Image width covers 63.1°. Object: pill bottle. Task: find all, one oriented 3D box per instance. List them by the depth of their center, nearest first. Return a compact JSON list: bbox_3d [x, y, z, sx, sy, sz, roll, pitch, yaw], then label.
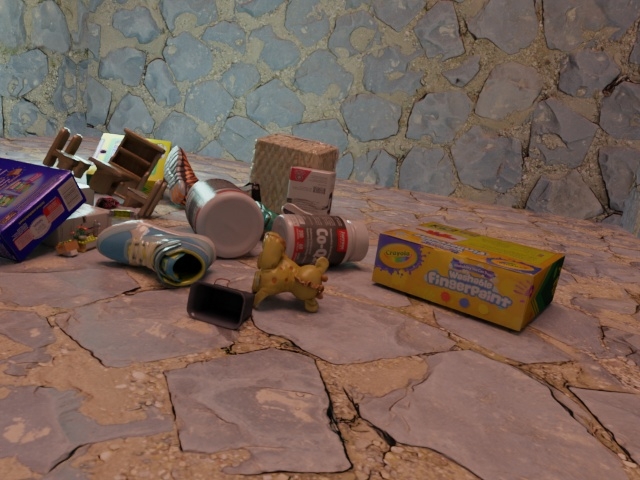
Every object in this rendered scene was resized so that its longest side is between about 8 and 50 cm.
[{"bbox_3d":[0.000,0.000,1.641,0.283,0.161,0.161,0,16,-27],"label":"pill bottle"},{"bbox_3d":[-0.330,-0.091,1.716,0.210,0.210,0.363,2,16,-23],"label":"pill bottle"}]

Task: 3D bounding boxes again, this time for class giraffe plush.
[{"bbox_3d":[-0.072,0.087,1.297,0.171,0.181,0.210,13,22,-10],"label":"giraffe plush"}]

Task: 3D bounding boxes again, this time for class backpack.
[{"bbox_3d":[-0.334,-0.160,2.122,0.182,0.151,0.115,-5,6,-1],"label":"backpack"}]

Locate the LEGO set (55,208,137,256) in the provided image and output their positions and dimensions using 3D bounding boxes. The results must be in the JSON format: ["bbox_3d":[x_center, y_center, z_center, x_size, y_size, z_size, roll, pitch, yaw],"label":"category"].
[{"bbox_3d":[-0.628,-0.029,1.522,0.287,0.107,0.132,-4,19,-40],"label":"LEGO set"}]

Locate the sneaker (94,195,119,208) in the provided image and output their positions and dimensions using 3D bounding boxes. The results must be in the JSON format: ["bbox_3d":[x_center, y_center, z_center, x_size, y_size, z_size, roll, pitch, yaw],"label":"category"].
[{"bbox_3d":[-0.811,-0.139,1.988,0.057,0.047,0.119,21,17,6],"label":"sneaker"}]

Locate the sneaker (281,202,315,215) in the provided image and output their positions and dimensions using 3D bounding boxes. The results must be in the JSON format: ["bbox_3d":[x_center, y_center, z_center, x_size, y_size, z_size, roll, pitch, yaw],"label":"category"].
[{"bbox_3d":[-0.049,-0.057,2.007,0.217,0.079,0.121,38,-10,19],"label":"sneaker"}]

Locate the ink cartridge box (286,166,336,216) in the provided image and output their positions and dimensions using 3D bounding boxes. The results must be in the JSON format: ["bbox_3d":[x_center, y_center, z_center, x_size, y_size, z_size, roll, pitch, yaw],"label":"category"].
[{"bbox_3d":[-0.042,-0.173,2.137,0.172,0.237,0.100,11,12,13],"label":"ink cartridge box"}]

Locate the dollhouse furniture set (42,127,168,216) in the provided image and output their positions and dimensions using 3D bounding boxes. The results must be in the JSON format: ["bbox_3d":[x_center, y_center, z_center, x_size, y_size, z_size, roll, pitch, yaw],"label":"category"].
[{"bbox_3d":[-0.735,-0.287,1.934,0.362,0.256,0.394,29,-2,-9],"label":"dollhouse furniture set"}]

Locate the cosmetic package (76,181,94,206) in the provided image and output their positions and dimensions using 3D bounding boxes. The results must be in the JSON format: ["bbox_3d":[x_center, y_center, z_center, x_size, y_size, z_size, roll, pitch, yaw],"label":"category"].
[{"bbox_3d":[-1.057,-0.167,1.853,0.284,0.097,0.377,20,18,29],"label":"cosmetic package"}]

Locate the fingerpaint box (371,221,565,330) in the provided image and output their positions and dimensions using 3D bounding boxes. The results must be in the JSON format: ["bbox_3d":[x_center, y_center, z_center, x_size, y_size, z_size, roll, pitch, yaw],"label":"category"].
[{"bbox_3d":[0.440,0.085,1.551,0.445,0.163,0.371,17,16,33],"label":"fingerpaint box"}]

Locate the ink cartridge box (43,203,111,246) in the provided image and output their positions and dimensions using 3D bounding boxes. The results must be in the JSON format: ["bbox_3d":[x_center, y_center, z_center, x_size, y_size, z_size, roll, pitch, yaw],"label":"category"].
[{"bbox_3d":[-0.761,-0.051,1.578,0.148,0.085,0.203,13,17,21],"label":"ink cartridge box"}]

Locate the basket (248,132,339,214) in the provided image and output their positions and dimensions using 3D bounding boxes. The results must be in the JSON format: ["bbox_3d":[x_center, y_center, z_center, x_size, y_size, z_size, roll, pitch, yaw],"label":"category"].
[{"bbox_3d":[-0.127,-0.291,2.337,0.328,0.331,0.266,16,17,13],"label":"basket"}]

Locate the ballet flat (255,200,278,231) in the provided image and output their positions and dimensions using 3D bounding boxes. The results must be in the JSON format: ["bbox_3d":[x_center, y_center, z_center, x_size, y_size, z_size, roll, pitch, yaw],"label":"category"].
[{"bbox_3d":[-0.201,-0.080,1.915,0.087,0.083,0.247,28,4,-29],"label":"ballet flat"}]

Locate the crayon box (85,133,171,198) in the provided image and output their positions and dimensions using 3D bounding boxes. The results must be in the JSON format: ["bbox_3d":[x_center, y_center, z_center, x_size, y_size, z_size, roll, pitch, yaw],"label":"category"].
[{"bbox_3d":[-0.855,-0.340,2.364,0.313,0.106,0.363,6,38,-12],"label":"crayon box"}]

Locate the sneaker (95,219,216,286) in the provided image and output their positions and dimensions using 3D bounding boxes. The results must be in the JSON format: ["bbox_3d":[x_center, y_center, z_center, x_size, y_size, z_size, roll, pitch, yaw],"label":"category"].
[{"bbox_3d":[-0.436,0.033,1.354,0.319,0.127,0.208,5,13,-8],"label":"sneaker"}]

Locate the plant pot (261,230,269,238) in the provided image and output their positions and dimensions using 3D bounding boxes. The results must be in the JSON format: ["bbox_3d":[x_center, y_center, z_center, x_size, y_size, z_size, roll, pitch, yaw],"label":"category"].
[{"bbox_3d":[-0.218,-0.044,1.953,0.236,0.032,0.236,7,14,-2],"label":"plant pot"}]

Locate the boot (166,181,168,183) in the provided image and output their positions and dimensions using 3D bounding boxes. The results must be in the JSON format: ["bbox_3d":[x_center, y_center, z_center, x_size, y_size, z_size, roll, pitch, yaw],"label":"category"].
[{"bbox_3d":[-0.808,-0.285,2.489,0.137,0.076,0.198,12,15,-7],"label":"boot"}]

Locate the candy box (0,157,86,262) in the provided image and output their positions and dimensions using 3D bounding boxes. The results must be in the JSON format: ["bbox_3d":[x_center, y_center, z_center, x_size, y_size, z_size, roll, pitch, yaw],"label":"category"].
[{"bbox_3d":[-0.868,-0.098,1.425,0.317,0.122,0.268,13,47,17],"label":"candy box"}]

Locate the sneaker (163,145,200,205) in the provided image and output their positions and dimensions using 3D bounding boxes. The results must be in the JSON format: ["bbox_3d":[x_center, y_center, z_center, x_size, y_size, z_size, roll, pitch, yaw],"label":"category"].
[{"bbox_3d":[-0.571,-0.262,2.271,0.180,0.125,0.321,19,45,-43],"label":"sneaker"}]

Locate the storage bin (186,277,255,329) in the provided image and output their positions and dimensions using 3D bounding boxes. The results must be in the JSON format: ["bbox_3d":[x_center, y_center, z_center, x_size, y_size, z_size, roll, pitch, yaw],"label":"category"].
[{"bbox_3d":[-0.215,0.133,1.172,0.135,0.098,0.091,12,5,16],"label":"storage bin"}]
